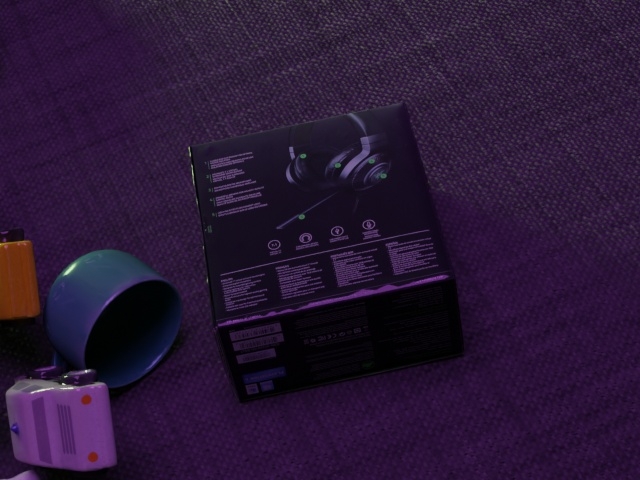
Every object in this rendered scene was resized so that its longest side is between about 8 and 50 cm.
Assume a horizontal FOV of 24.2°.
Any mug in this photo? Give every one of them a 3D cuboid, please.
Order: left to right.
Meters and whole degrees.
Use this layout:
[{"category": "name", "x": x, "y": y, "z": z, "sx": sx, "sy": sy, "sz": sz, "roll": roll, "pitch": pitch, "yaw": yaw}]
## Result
[{"category": "mug", "x": -0.233, "y": 0.083, "z": 1.550, "sx": 0.158, "sy": 0.129, "sz": 0.097, "roll": -39, "pitch": 51, "yaw": -23}]

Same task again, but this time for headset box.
[{"category": "headset box", "x": 0.000, "y": 0.000, "z": 1.582, "sx": 0.246, "sy": 0.131, "sz": 0.283, "roll": -12, "pitch": 48, "yaw": -1}]

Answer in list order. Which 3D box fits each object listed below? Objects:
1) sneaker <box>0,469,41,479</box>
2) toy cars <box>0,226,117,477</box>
[{"category": "sneaker", "x": -0.403, "y": 0.274, "z": 1.448, "sx": 0.297, "sy": 0.111, "sz": 0.129, "roll": 5, "pitch": 37, "yaw": 7}, {"category": "toy cars", "x": -0.315, "y": 0.111, "z": 1.500, "sx": 0.087, "sy": 0.176, "sz": 0.393, "roll": -8, "pitch": 44, "yaw": -30}]
